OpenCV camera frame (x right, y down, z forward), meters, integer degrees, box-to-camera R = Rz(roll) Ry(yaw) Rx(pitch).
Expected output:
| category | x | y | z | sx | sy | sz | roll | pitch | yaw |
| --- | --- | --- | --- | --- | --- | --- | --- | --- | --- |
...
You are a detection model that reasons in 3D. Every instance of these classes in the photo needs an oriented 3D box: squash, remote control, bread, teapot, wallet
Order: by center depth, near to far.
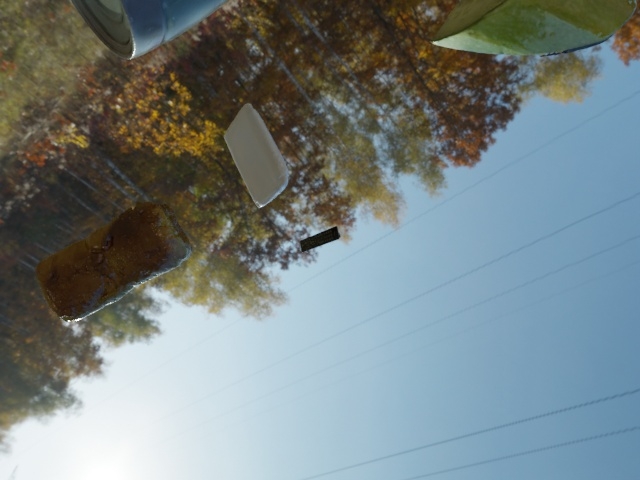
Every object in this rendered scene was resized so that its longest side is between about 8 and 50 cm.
| category | x | y | z | sx | sy | sz | roll | pitch | yaw |
| --- | --- | --- | --- | --- | --- | --- | --- | --- | --- |
| squash | 0.341 | -0.364 | 0.693 | 0.236 | 0.155 | 0.204 | -55 | -152 | -4 |
| teapot | -0.267 | -0.494 | 0.702 | 0.312 | 0.315 | 0.233 | -41 | 177 | -24 |
| bread | -0.372 | 0.034 | 0.785 | 0.271 | 0.139 | 0.077 | -27 | -175 | 6 |
| wallet | -0.125 | -0.164 | 0.863 | 0.032 | 0.182 | 0.124 | -20 | 169 | -43 |
| remote control | 0.000 | 0.000 | 0.911 | 0.091 | 0.016 | 0.034 | -21 | -116 | 23 |
